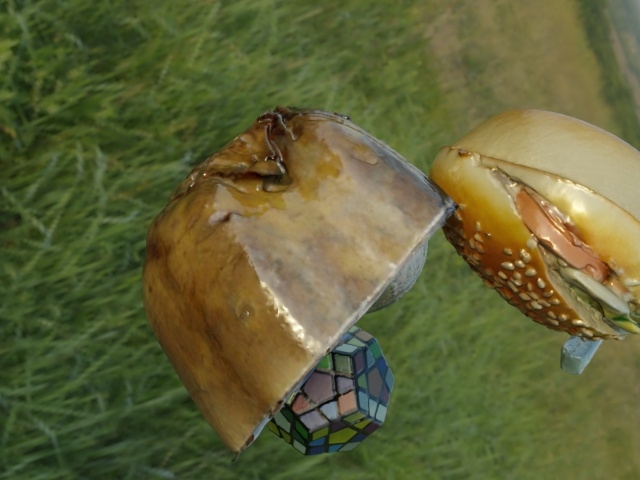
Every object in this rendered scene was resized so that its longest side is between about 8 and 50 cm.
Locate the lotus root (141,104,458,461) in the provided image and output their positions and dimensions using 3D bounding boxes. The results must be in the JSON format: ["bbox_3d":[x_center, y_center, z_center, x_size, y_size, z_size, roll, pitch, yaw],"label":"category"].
[{"bbox_3d":[-0.031,0.009,0.928,0.192,0.272,0.272,48,19,1],"label":"lotus root"}]

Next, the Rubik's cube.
[{"bbox_3d":[0.003,0.135,1.141,0.133,0.133,0.112,-57,159,-68],"label":"Rubik's cube"}]

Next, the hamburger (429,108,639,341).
[{"bbox_3d":[0.187,-0.011,0.995,0.237,0.147,0.237,35,-10,7],"label":"hamburger"}]

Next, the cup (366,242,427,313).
[{"bbox_3d":[0.000,0.000,1.668,0.227,0.301,0.257,40,-4,16],"label":"cup"}]

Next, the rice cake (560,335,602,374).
[{"bbox_3d":[0.310,0.073,1.323,0.180,0.030,0.042,-47,151,-32],"label":"rice cake"}]
